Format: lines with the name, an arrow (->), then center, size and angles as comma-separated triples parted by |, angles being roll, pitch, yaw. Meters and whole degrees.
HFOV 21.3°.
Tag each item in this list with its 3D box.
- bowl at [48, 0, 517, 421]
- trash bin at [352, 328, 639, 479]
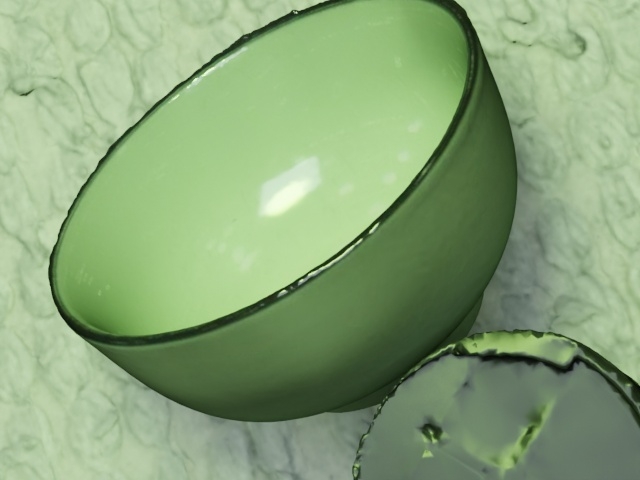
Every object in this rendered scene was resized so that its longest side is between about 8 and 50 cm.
bowl -> 0.000, 0.000, 1.222 | 0.354, 0.354, 0.185 | -32, 122, 7
trash bin -> 0.138, 0.167, 1.145 | 0.252, 0.301, 0.203 | 12, 86, 13
